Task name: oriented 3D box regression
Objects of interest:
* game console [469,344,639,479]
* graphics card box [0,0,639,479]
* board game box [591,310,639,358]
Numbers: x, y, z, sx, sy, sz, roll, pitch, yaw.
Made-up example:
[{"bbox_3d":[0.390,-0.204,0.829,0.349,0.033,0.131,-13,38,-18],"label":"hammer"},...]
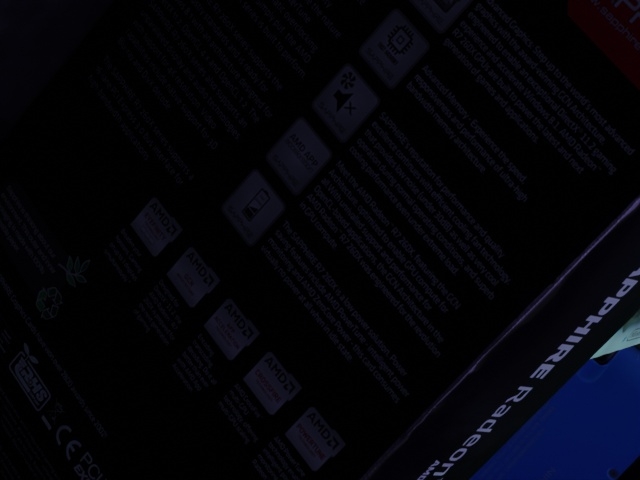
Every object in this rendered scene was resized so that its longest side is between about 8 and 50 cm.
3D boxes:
[{"bbox_3d":[0.159,0.162,1.277,0.293,0.250,0.173,-52,176,25],"label":"game console"},{"bbox_3d":[-0.006,-0.006,0.738,0.371,0.233,0.094,-48,152,18],"label":"graphics card box"},{"bbox_3d":[0.174,-0.083,0.893,0.303,0.097,0.224,-58,159,18],"label":"board game box"}]
